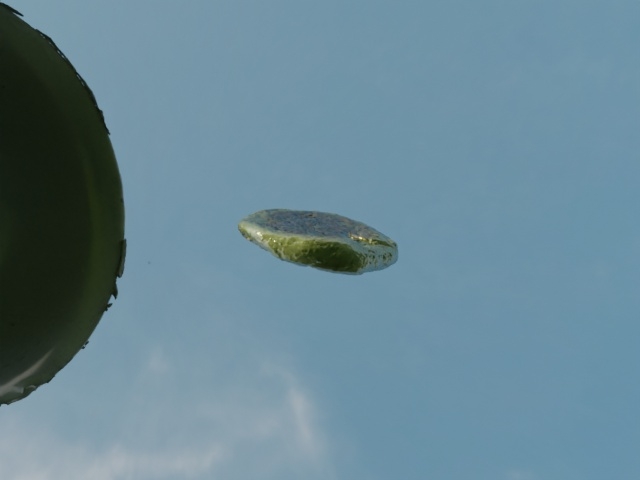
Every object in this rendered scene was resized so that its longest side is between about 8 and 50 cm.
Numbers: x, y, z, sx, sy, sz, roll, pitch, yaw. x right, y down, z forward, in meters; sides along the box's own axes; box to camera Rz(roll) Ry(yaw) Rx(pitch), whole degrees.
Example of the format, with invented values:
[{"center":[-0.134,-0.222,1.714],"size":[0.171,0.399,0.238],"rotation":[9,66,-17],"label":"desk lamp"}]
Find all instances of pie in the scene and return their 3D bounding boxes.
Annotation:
[{"center":[0.000,0.000,0.623],"size":[0.085,0.085,0.017],"rotation":[8,-80,-7],"label":"pie"}]

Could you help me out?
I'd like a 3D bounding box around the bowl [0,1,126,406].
[{"center":[-0.338,-0.026,1.023],"size":[0.345,0.157,0.345],"rotation":[13,-109,-43],"label":"bowl"}]
